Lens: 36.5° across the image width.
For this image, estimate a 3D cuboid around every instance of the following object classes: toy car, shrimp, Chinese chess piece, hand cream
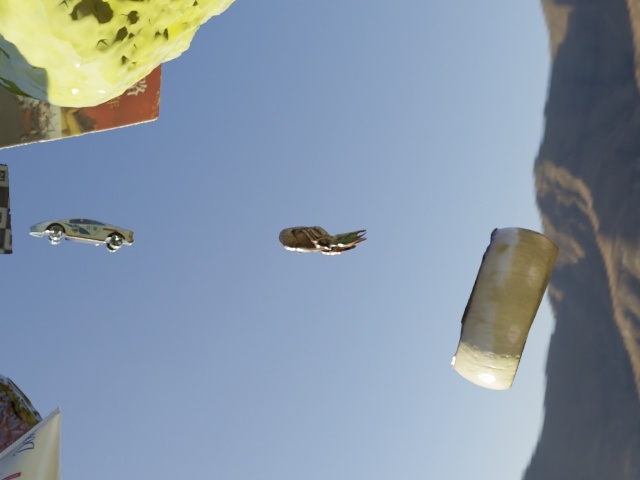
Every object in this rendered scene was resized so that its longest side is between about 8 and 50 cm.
[{"bbox_3d":[-0.470,-0.015,1.919,0.095,0.204,0.056,163,116,-73],"label":"toy car"},{"bbox_3d":[0.002,0.001,1.019,0.038,0.092,0.029,99,173,-66],"label":"shrimp"},{"bbox_3d":[0.281,0.102,1.481,0.250,0.103,0.250,18,-90,-77],"label":"Chinese chess piece"},{"bbox_3d":[-0.295,0.249,0.934,0.133,0.248,0.083,-37,-67,-7],"label":"hand cream"}]

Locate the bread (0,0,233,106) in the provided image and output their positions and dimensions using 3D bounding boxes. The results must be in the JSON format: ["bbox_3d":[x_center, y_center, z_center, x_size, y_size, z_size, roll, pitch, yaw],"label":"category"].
[{"bbox_3d":[-0.177,-0.274,0.660,0.308,0.348,0.348,-54,-30,-24],"label":"bread"}]

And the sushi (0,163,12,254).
[{"bbox_3d":[-0.561,-0.048,1.468,0.031,0.200,0.139,-64,-26,-81],"label":"sushi"}]

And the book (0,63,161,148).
[{"bbox_3d":[-0.410,-0.263,1.439,0.373,0.028,0.263,-15,-46,-28],"label":"book"}]

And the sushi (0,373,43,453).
[{"bbox_3d":[-0.456,0.244,1.338,0.107,0.241,0.161,-41,-69,-18],"label":"sushi"}]
